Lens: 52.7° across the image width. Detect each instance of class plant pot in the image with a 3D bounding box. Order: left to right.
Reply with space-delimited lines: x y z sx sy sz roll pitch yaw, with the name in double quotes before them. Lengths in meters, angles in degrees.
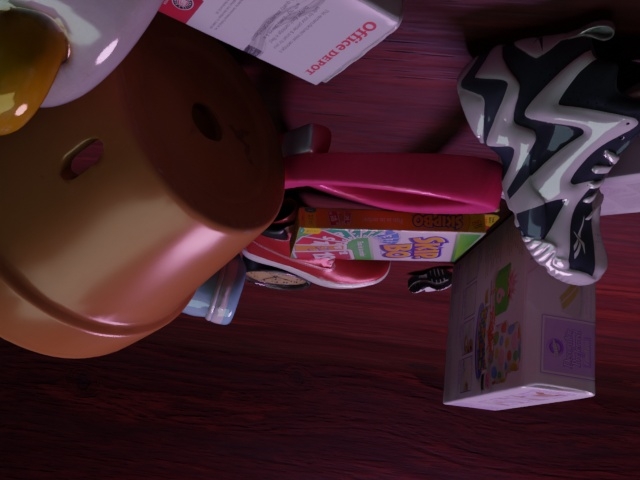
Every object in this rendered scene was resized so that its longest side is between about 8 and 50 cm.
"plant pot" -0.170 -0.065 0.570 0.203 0.291 0.291 -24 148 29

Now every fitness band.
"fitness band" 0.056 -0.063 0.663 0.208 0.054 0.291 11 180 -19

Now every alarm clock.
"alarm clock" -0.079 0.052 1.174 0.129 0.064 0.192 9 159 -4

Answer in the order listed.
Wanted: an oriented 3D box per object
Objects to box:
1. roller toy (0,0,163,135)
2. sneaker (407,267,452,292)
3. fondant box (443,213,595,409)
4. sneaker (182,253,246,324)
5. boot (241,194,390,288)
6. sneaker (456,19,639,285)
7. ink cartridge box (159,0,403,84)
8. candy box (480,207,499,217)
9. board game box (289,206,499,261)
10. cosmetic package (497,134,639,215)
"roller toy" -0.150 -0.171 0.320 0.146 0.191 0.209 23 -159 -42
"sneaker" 0.208 0.072 1.172 0.043 0.040 0.109 0 172 -34
"fondant box" 0.273 0.112 0.931 0.096 0.239 0.330 9 162 -2
"sneaker" -0.243 0.039 1.055 0.208 0.127 0.319 16 178 -15
"boot" 0.000 0.000 0.958 0.244 0.089 0.176 13 160 -6
"sneaker" 0.231 -0.072 0.533 0.153 0.094 0.235 -19 107 36
"ink cartridge box" -0.031 -0.182 0.449 0.150 0.063 0.109 18 159 -29
"candy box" 0.154 -0.026 0.900 0.105 0.027 0.206 12 161 -10
"board game box" 0.094 -0.005 0.853 0.259 0.039 0.124 -1 161 -9
"cosmetic package" 0.296 -0.070 0.625 0.098 0.061 0.239 19 166 -36
